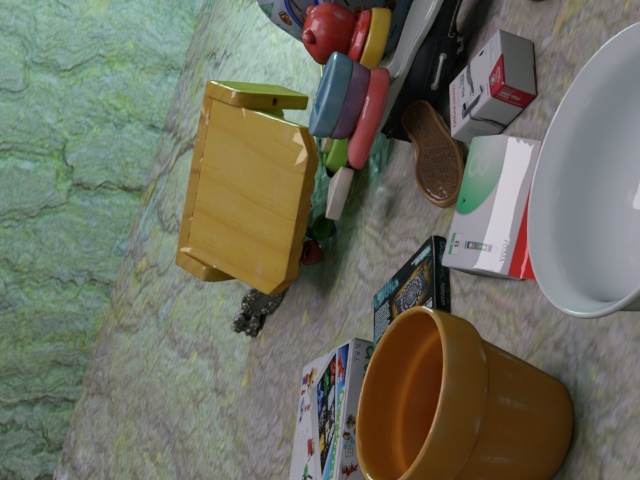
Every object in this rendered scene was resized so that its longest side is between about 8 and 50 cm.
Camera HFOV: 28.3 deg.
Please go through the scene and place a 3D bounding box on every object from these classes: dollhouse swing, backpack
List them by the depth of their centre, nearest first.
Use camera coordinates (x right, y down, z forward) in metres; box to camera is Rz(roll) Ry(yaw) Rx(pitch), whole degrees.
[{"bbox_3d":[0.028,-0.441,2.165,0.213,0.263,0.276,12,86,57],"label":"backpack"},{"bbox_3d":[-0.070,-0.087,2.293,0.305,0.315,0.346,18,103,31],"label":"dollhouse swing"}]

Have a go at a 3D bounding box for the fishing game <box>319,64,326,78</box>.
[{"bbox_3d":[0.050,-0.391,2.397,0.264,0.041,0.189,129,148,-46],"label":"fishing game"}]

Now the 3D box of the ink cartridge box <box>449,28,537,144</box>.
[{"bbox_3d":[0.233,-0.206,1.737,0.135,0.056,0.099,-48,33,49],"label":"ink cartridge box"}]

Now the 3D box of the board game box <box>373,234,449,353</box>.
[{"bbox_3d":[0.128,0.091,1.832,0.186,0.026,0.126,130,150,-49],"label":"board game box"}]

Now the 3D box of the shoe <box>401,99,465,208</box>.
[{"bbox_3d":[0.173,-0.120,1.848,0.076,0.058,0.219,-30,42,18],"label":"shoe"}]

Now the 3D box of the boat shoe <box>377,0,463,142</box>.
[{"bbox_3d":[0.166,-0.288,1.931,0.114,0.091,0.302,-92,24,-56],"label":"boat shoe"}]

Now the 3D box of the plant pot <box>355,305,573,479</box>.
[{"bbox_3d":[0.167,0.194,1.411,0.205,0.188,0.205,-52,29,45],"label":"plant pot"}]

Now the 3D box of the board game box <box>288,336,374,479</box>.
[{"bbox_3d":[0.013,0.317,1.923,0.193,0.053,0.305,143,139,-60],"label":"board game box"}]

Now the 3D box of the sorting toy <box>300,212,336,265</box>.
[{"bbox_3d":[0.000,0.000,2.238,0.102,0.042,0.061,-57,39,11],"label":"sorting toy"}]

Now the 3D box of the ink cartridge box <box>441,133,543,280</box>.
[{"bbox_3d":[0.240,-0.043,1.603,0.225,0.056,0.181,-175,101,-72],"label":"ink cartridge box"}]

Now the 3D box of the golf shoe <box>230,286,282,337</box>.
[{"bbox_3d":[-0.123,0.108,2.438,0.176,0.069,0.086,-51,24,46],"label":"golf shoe"}]

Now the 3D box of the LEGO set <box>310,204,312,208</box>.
[{"bbox_3d":[-0.037,-0.037,2.388,0.083,0.023,0.054,-46,34,28],"label":"LEGO set"}]

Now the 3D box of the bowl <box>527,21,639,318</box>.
[{"bbox_3d":[0.335,-0.055,1.236,0.298,0.134,0.297,16,90,69],"label":"bowl"}]

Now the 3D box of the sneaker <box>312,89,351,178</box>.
[{"bbox_3d":[0.022,-0.194,2.263,0.215,0.084,0.083,-96,20,-49],"label":"sneaker"}]

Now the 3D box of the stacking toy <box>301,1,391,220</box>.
[{"bbox_3d":[0.009,-0.213,2.000,0.309,0.130,0.279,-86,14,-54],"label":"stacking toy"}]
